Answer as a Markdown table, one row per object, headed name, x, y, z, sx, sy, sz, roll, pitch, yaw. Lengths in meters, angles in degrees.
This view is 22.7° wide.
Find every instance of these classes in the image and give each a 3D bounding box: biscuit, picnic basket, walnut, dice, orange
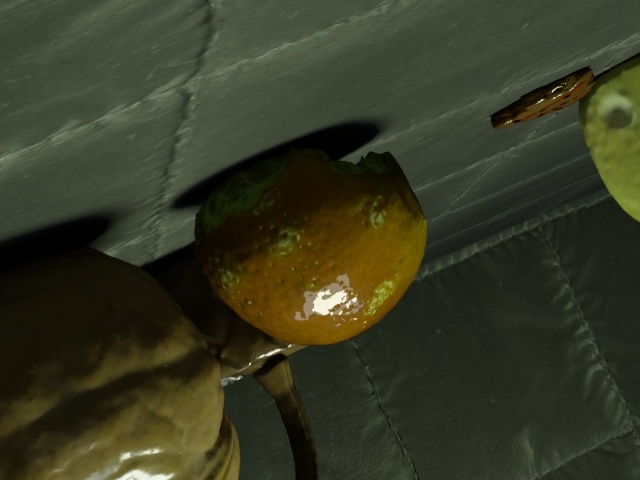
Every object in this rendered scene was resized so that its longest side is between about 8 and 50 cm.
| name | x | y | z | sx | sy | sz | roll | pitch | yaw |
| --- | --- | --- | --- | --- | --- | --- | --- | --- | --- |
| biscuit | 0.242 | -0.146 | 1.660 | 0.119 | 0.019 | 0.130 | -27 | 174 | 28 |
| picnic basket | -0.096 | 0.171 | 1.731 | 0.337 | 0.337 | 0.293 | -26 | 174 | 21 |
| walnut | -0.213 | 0.152 | 1.297 | 0.285 | 0.285 | 0.296 | -22 | 133 | -20 |
| dice | 0.396 | -0.123 | 1.739 | 0.166 | 0.169 | 0.169 | -28 | 173 | 33 |
| orange | 0.004 | 0.004 | 1.389 | 0.179 | 0.158 | 0.237 | -42 | 168 | 13 |
